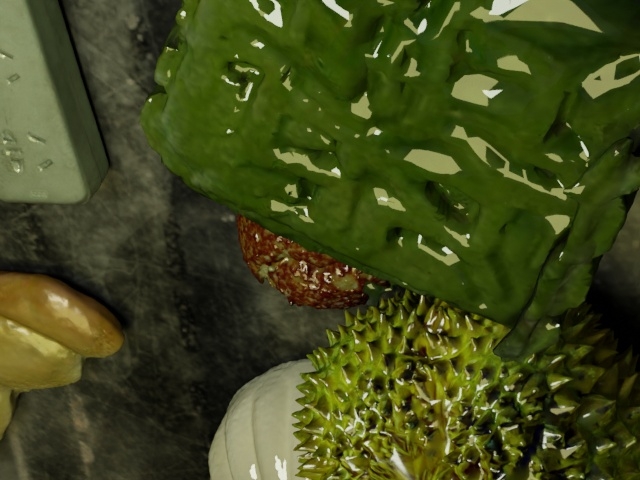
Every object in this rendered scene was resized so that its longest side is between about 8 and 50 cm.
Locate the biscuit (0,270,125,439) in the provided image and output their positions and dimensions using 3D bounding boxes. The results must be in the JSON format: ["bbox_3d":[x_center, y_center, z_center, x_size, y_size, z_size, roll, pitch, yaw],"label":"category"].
[{"bbox_3d":[-0.309,0.107,1.535,0.154,0.045,0.299,41,131,-10],"label":"biscuit"}]

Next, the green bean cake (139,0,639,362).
[{"bbox_3d":[0.064,-0.120,1.066,0.319,0.218,0.335,24,131,4],"label":"green bean cake"}]

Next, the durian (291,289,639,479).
[{"bbox_3d":[0.125,0.162,1.244,0.291,0.224,0.291,-2,112,-6],"label":"durian"}]

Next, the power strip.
[{"bbox_3d":[-0.242,-0.155,1.282,0.093,0.053,0.288,3,130,22],"label":"power strip"}]

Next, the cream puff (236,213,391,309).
[{"bbox_3d":[0.000,0.000,1.283,0.149,0.084,0.149,14,132,16],"label":"cream puff"}]

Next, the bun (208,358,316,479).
[{"bbox_3d":[0.010,0.246,1.424,0.263,0.175,0.263,11,129,14],"label":"bun"}]
